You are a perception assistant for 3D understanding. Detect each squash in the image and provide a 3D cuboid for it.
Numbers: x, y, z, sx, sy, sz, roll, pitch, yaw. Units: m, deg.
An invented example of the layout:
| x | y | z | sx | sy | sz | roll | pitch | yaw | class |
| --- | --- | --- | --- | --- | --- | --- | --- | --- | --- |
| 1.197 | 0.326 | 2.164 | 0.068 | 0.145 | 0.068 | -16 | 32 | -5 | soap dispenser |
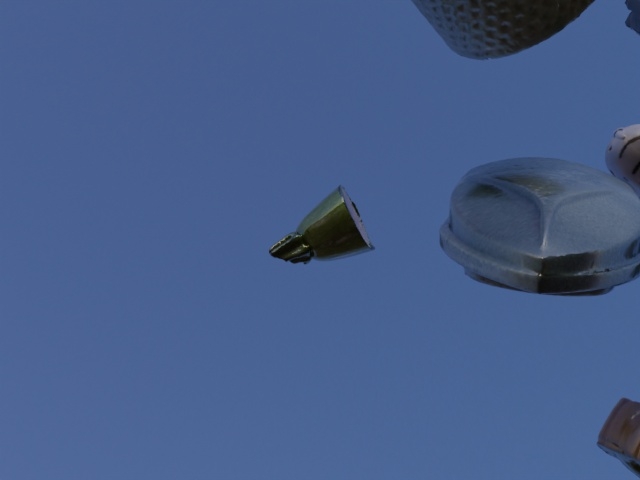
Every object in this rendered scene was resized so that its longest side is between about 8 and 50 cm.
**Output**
| x | y | z | sx | sy | sz | roll | pitch | yaw | class |
| --- | --- | --- | --- | --- | --- | --- | --- | --- | --- |
| -0.004 | -0.001 | 1.352 | 0.132 | 0.105 | 0.105 | -29 | -76 | 7 | squash |

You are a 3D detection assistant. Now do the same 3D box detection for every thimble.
| x | y | z | sx | sy | sz | roll | pitch | yaw | class |
| --- | --- | --- | --- | --- | --- | --- | --- | --- | --- |
| 0.218 | -0.367 | 1.197 | 0.271 | 0.270 | 0.150 | -39 | -53 | 13 | thimble |

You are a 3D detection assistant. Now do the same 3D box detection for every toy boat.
| x | y | z | sx | sy | sz | roll | pitch | yaw | class |
| --- | --- | --- | --- | --- | --- | --- | --- | --- | --- |
| 0.156 | -0.004 | 0.680 | 0.141 | 0.319 | 0.092 | 7 | -80 | 13 | toy boat |

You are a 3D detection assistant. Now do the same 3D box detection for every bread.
| x | y | z | sx | sy | sz | roll | pitch | yaw | class |
| --- | --- | --- | --- | --- | --- | --- | --- | --- | --- |
| 0.433 | 0.272 | 1.112 | 0.236 | 0.236 | 0.070 | 35 | -96 | -9 | bread |

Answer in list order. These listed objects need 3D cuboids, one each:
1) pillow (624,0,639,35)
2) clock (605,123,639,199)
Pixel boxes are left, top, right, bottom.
| x | y | z | sx | sy | sz | roll | pitch | yaw | class |
| --- | --- | --- | --- | --- | --- | --- | --- | --- | --- |
| 0.332 | -0.096 | 0.444 | 0.326 | 0.228 | 0.101 | -11 | -40 | -7 | pillow |
| 0.449 | -0.079 | 1.272 | 0.080 | 0.117 | 0.176 | -41 | -91 | 10 | clock |
